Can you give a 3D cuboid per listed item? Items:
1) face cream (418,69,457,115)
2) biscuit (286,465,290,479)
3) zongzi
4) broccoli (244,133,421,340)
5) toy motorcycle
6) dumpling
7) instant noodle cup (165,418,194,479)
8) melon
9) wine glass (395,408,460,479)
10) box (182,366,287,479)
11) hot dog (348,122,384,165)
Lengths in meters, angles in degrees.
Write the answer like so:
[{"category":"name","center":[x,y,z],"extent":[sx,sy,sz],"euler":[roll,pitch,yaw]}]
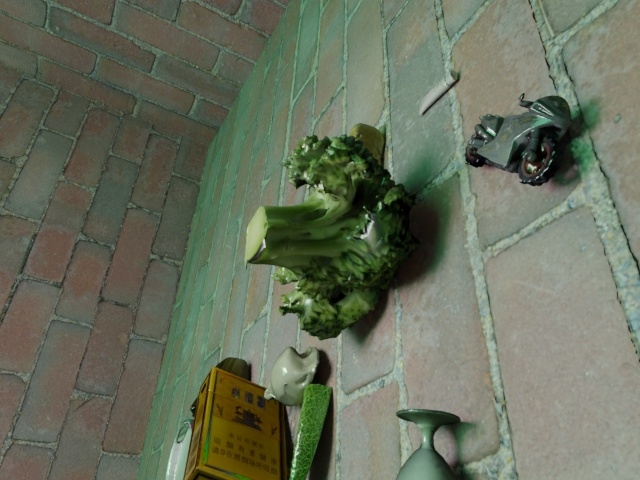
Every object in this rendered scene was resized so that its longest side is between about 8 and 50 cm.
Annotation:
[{"category":"face cream","center":[0.231,-0.295,1.030],"extent":[0.115,0.020,0.038],"euler":[-41,37,54]},{"category":"biscuit","center":[-0.077,0.552,1.028],"extent":[0.280,0.043,0.183],"euler":[-20,51,56]},{"category":"zongzi","center":[-0.279,0.395,1.394],"extent":[0.242,0.112,0.220],"euler":[69,-157,-51]},{"category":"broccoli","center":[0.021,-0.012,0.955],"extent":[0.339,0.317,0.277],"euler":[-33,53,13]},{"category":"toy motorcycle","center":[0.278,-0.152,0.741],"extent":[0.122,0.080,0.215],"euler":[-66,19,11]},{"category":"dumpling","center":[-0.060,0.289,1.136],"extent":[0.150,0.093,0.176],"euler":[-65,-6,-53]},{"category":"instant noodle cup","center":[-0.255,0.546,1.241],"extent":[0.251,0.190,0.251],"euler":[-47,33,44]},{"category":"melon","center":[-0.038,0.414,1.004],"extent":[0.114,0.053,0.261],"euler":[121,167,-55]},{"category":"wine glass","center":[0.137,0.329,0.662],"extent":[0.093,0.093,0.202],"euler":[-38,37,52]},{"category":"box","center":[-0.176,0.422,1.100],"extent":[0.084,0.193,0.301],"euler":[-57,17,17]},{"category":"hot dog","center":[0.091,-0.152,1.153],"extent":[0.073,0.084,0.242],"euler":[138,144,-55]}]
